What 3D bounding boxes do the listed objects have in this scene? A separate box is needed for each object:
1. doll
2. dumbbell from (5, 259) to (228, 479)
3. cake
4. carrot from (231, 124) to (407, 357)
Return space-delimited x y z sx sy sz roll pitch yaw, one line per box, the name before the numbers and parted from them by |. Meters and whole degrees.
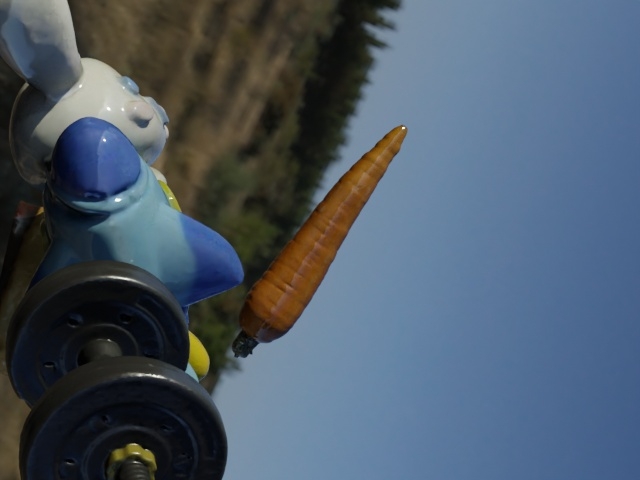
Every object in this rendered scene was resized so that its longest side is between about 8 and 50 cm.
doll | -0.185 -0.037 1.324 0.187 0.365 0.376 -25 160 20
dumbbell | -0.153 0.115 1.053 0.143 0.143 0.325 -64 -155 18
cake | -0.259 0.064 1.561 0.185 0.178 0.207 124 -26 -69
carrot | 0.000 0.000 1.677 0.336 0.069 0.069 -54 -176 -2
